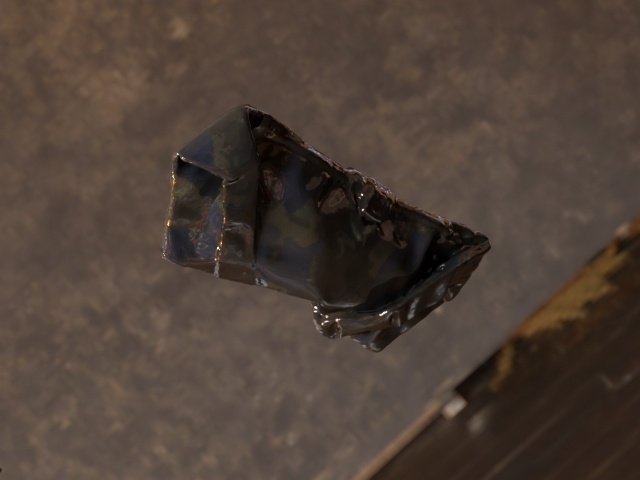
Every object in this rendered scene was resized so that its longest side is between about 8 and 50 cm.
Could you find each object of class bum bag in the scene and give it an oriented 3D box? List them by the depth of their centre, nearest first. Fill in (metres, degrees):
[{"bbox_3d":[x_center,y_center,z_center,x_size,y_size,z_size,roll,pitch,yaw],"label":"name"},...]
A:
[{"bbox_3d":[0.000,0.000,1.281,0.137,0.310,0.074,-55,35,11],"label":"bum bag"}]

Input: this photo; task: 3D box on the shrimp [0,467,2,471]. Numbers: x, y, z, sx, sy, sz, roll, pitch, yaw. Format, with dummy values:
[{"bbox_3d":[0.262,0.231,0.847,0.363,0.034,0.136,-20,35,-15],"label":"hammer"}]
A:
[{"bbox_3d":[-0.485,0.198,1.805,0.169,0.296,0.058,-68,28,26],"label":"shrimp"}]
